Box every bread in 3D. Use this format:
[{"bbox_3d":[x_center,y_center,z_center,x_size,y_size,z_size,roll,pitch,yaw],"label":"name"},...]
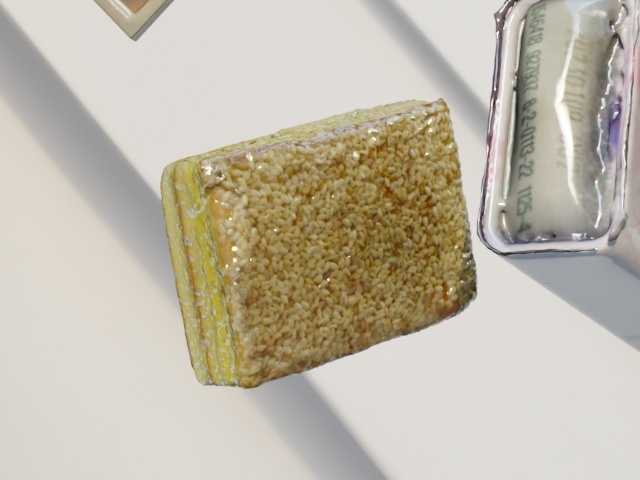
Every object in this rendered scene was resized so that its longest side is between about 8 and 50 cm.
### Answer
[{"bbox_3d":[0.000,0.000,1.231,0.234,0.184,0.110,-16,12,-29],"label":"bread"}]

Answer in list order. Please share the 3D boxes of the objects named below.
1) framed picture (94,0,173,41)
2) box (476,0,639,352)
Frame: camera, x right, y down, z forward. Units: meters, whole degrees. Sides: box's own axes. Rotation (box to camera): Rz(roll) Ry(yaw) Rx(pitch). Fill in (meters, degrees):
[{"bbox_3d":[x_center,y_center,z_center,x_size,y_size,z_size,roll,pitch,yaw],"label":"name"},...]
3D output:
[{"bbox_3d":[-0.199,-0.361,1.504,0.211,0.289,0.020,-46,-17,5],"label":"framed picture"},{"bbox_3d":[0.238,-0.028,1.111,0.112,0.190,0.370,-4,-19,31],"label":"box"}]
